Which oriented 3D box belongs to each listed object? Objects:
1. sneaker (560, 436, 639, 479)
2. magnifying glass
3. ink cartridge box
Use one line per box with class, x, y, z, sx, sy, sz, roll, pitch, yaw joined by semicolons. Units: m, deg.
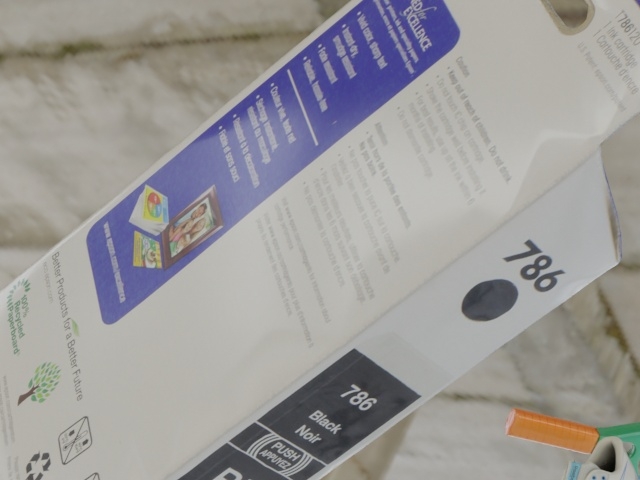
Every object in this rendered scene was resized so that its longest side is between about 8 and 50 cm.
sneaker;0.230;0.247;1.338;0.071;0.190;0.083;4;-58;39
magnifying glass;0.295;0.207;1.463;0.230;0.026;0.092;15;-67;-12
ink cartridge box;0.000;0.000;0.594;0.332;0.165;0.065;-38;-49;18
